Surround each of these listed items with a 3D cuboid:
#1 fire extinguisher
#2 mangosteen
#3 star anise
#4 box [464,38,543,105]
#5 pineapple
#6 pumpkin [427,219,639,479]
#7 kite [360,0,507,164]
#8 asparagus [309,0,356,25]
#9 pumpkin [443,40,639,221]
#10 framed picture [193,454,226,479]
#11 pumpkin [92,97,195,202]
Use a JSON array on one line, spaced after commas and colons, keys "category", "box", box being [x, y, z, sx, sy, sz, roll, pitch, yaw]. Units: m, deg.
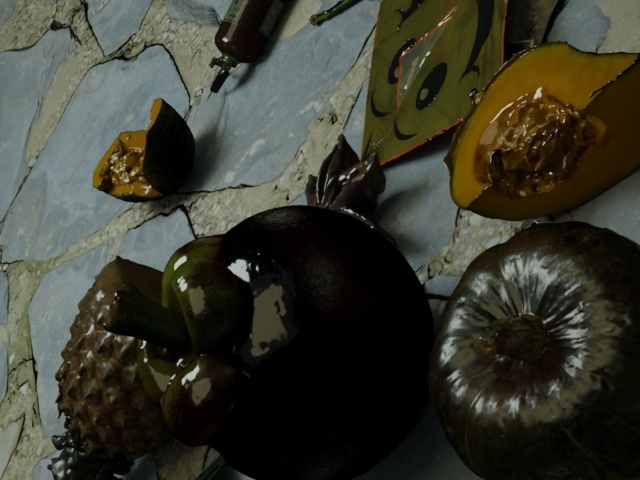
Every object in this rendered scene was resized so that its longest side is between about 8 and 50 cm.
[{"category": "fire extinguisher", "box": [-0.101, -0.318, 1.969, 0.231, 0.071, 0.099, -64, 8, -1]}, {"category": "mangosteen", "box": [-0.030, 0.116, 1.383, 0.296, 0.313, 0.297, 10, 111, 26]}, {"category": "star anise", "box": [-0.001, 0.000, 1.616, 0.230, 0.081, 0.262, 5, 65, 53]}, {"category": "box", "box": [0.210, -0.179, 1.514, 0.083, 0.035, 0.079, 2, 69, 52]}, {"category": "pineapple", "box": [-0.264, 0.213, 1.716, 0.362, 0.202, 0.202, -59, 35, 17]}, {"category": "pumpkin", "box": [0.204, 0.103, 1.207, 0.260, 0.189, 0.260, -29, 48, 38]}, {"category": "kite", "box": [0.126, -0.213, 1.630, 0.328, 0.013, 0.377, -58, 29, 15]}, {"category": "asparagus", "box": [0.031, -0.320, 1.844, 0.127, 0.015, 0.018, -24, 41, 40]}, {"category": "pumpkin", "box": [0.252, -0.133, 1.380, 0.278, 0.111, 0.163, -43, 35, 39]}, {"category": "framed picture", "box": [-0.224, 0.363, 1.599, 0.273, 0.016, 0.216, -46, -4, 22]}, {"category": "pumpkin", "box": [-0.241, -0.116, 1.966, 0.183, 0.107, 0.119, -28, 40, 48]}]
